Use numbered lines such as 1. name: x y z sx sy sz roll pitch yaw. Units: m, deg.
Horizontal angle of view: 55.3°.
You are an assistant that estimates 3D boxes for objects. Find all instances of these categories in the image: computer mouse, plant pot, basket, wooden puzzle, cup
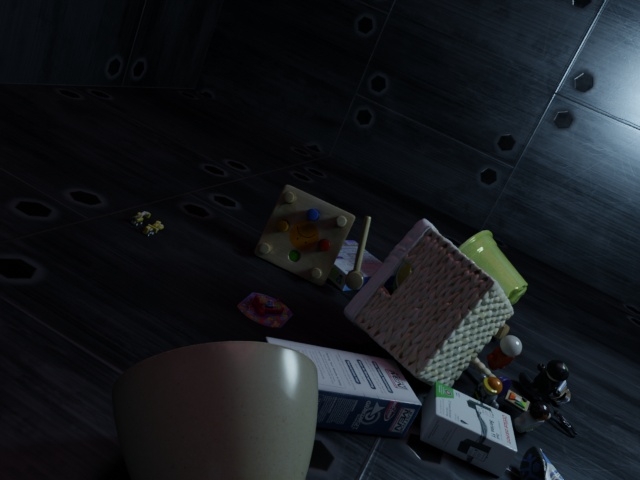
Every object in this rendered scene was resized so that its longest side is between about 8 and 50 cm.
1. computer mouse: 0.664 0.485 1.803 0.071 0.041 0.242 40 11 -40
2. plant pot: 0.644 0.146 2.357 0.276 0.276 0.254 -2 44 -50
3. basket: 0.294 0.180 1.606 0.266 0.328 0.331 40 0 32
4. wooden puzzle: 0.575 0.465 1.776 0.116 0.014 0.078 27 20 11
5. cup: -0.149 0.335 0.940 0.331 0.331 0.237 11 50 -30

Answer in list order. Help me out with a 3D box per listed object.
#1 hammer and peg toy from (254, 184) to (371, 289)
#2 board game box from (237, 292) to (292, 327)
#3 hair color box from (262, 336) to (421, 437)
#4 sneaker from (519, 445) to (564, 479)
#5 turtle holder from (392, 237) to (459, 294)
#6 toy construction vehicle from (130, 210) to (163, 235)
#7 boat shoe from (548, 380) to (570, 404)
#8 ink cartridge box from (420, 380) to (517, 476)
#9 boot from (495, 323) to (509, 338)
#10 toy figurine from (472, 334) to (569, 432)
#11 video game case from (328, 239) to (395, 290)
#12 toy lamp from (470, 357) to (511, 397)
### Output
1. hammer and peg toy: 0.000 0.000 1.964 0.361 0.266 0.127 24 1 5
2. board game box: -0.145 0.178 1.678 0.133 0.033 0.169 27 20 9
3. hair color box: 0.033 0.332 1.376 0.347 0.105 0.174 14 21 -23
4. sneaker: 0.520 0.565 1.388 0.081 0.080 0.211 24 28 -18
5. turtle holder: 0.341 0.120 2.035 0.320 0.227 0.243 -19 44 -19
6. toy construction vehicle: -0.522 -0.055 1.847 0.086 0.035 0.098 28 20 13
7. boat shoe: 0.731 0.461 1.861 0.183 0.066 0.066 -2 67 -62
8. ink cartridge box: 0.352 0.448 1.463 0.208 0.086 0.153 25 20 1
9. boot: 0.495 0.268 2.090 0.211 0.104 0.295 32 17 39
10. toy figurine: 0.532 0.384 1.632 0.213 0.148 0.209 31 55 14
11. video game case: 0.100 0.082 2.151 0.270 0.061 0.244 2 30 -46
12. toy lamp: 0.451 0.351 1.834 0.080 0.080 0.275 8 24 -37
